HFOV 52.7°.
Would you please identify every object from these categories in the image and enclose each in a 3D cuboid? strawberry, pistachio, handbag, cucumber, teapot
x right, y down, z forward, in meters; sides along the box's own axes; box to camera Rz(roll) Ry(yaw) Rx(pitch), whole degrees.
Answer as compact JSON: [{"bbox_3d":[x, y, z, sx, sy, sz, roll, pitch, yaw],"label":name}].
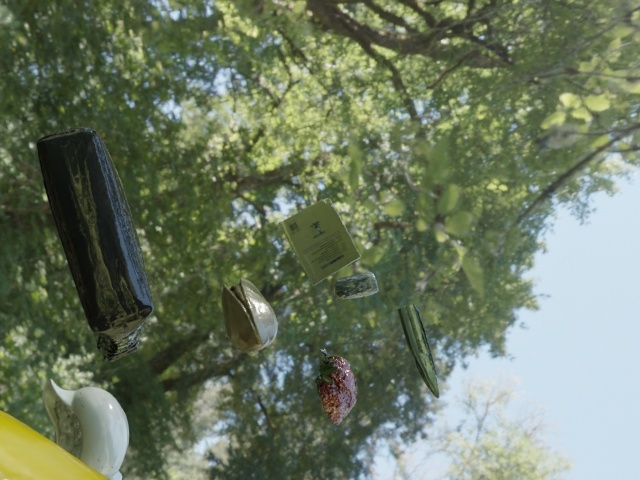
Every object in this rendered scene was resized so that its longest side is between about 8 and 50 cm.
[{"bbox_3d":[0.044,0.363,1.605,0.140,0.085,0.192,37,44,-73],"label":"strawberry"},{"bbox_3d":[-0.182,0.185,1.610,0.226,0.136,0.135,-119,-152,-42],"label":"pistachio"},{"bbox_3d":[-0.263,0.012,0.777,0.223,0.080,0.246,136,-64,-68],"label":"handbag"},{"bbox_3d":[0.088,0.118,1.657,0.064,0.112,0.064,168,-90,-83],"label":"cucumber"},{"bbox_3d":[-0.502,0.438,1.386,0.208,0.166,0.299,-40,-132,20],"label":"teapot"}]

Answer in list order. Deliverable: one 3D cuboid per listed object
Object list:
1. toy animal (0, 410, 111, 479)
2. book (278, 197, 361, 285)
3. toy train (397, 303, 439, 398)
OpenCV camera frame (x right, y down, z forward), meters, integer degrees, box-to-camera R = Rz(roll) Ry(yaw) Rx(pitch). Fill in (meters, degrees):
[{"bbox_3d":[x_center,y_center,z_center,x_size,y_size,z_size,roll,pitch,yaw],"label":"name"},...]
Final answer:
[{"bbox_3d":[-0.223,0.284,0.432,0.345,0.246,0.277,22,-20,41],"label":"toy animal"},{"bbox_3d":[0.000,0.000,1.745,0.192,0.168,0.013,62,-24,-4],"label":"book"},{"bbox_3d":[0.260,0.295,1.703,0.055,0.048,0.251,115,-37,-66],"label":"toy train"}]
